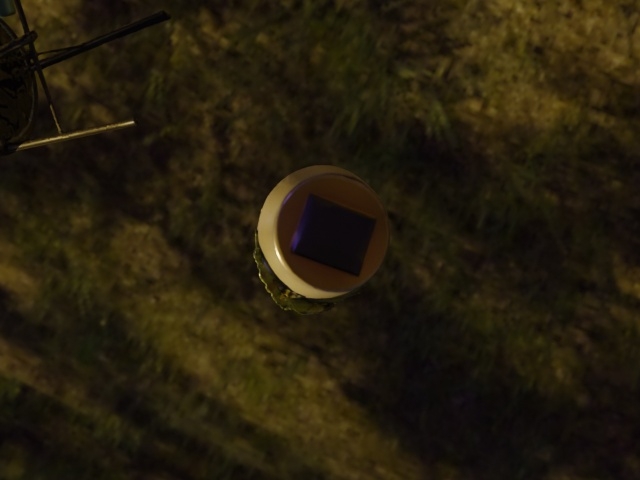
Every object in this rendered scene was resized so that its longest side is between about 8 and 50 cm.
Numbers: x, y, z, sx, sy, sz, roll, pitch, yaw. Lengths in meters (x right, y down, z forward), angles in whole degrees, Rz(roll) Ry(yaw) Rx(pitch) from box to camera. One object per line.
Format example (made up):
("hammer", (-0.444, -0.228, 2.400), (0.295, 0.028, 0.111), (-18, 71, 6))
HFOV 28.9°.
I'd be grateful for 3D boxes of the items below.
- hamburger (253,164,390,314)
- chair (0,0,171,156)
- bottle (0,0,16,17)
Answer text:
("hamburger", (0.000, 0.000, 1.164), (0.126, 0.141, 0.081), (3, 179, -17))
("chair", (-0.306, -0.157, 1.131), (0.325, 0.170, 0.160), (-12, 143, 32))
("bottle", (-0.360, -0.288, 1.370), (0.030, 0.030, 0.083), (5, 113, 39))
